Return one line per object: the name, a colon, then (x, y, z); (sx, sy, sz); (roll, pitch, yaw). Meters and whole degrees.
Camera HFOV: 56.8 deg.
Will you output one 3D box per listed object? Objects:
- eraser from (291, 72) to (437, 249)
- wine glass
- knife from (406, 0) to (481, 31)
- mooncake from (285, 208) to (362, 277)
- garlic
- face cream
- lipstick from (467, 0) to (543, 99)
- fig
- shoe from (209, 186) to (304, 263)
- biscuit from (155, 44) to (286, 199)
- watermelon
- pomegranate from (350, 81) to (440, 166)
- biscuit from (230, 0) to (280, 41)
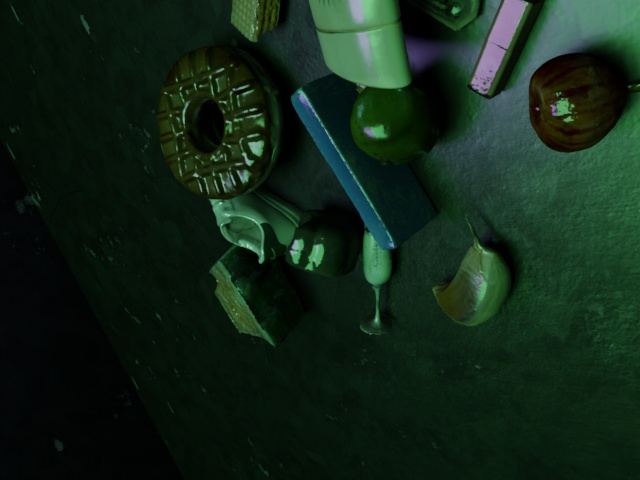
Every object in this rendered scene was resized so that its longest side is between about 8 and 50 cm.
eraser: (0.078, -0.143, 1.029); (0.043, 0.144, 0.311); (-29, 94, 49)
wine glass: (0.115, 0.074, 1.209); (0.074, 0.074, 0.262); (23, 131, 35)
knife: (0.088, -0.431, 0.895); (0.365, 0.043, 0.089); (41, 139, 17)
mooncake: (0.000, 0.000, 1.187); (0.175, 0.169, 0.104); (42, 130, 56)
garlic: (0.267, 0.065, 1.030); (0.128, 0.091, 0.198); (45, 147, 33)
face cream: (0.030, -0.384, 0.817); (0.174, 0.081, 0.348); (25, 139, 49)
lipstick: (0.255, -0.273, 0.829); (0.045, 0.045, 0.145); (39, 140, 23)
fig: (0.334, -0.188, 0.758); (0.128, 0.128, 0.150); (47, 113, 11)
shoe: (-0.201, -0.074, 1.359); (0.363, 0.160, 0.131); (36, 137, 22)
biscuit: (-0.215, -0.243, 1.238); (0.332, 0.103, 0.331); (9, 106, 34)
watermelon: (-0.165, 0.110, 1.487); (0.264, 0.151, 0.302); (60, 159, -10)
pomegranate: (0.105, -0.213, 0.954); (0.131, 0.152, 0.191); (-36, 72, 20)
biscuit: (-0.092, -0.525, 0.991); (0.094, 0.054, 0.378); (51, 144, 31)
